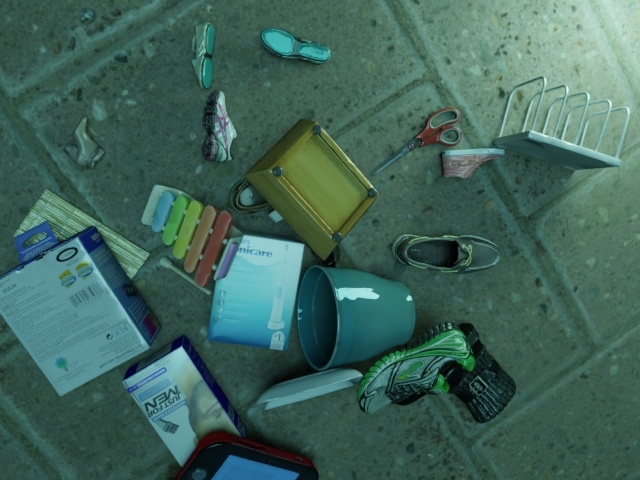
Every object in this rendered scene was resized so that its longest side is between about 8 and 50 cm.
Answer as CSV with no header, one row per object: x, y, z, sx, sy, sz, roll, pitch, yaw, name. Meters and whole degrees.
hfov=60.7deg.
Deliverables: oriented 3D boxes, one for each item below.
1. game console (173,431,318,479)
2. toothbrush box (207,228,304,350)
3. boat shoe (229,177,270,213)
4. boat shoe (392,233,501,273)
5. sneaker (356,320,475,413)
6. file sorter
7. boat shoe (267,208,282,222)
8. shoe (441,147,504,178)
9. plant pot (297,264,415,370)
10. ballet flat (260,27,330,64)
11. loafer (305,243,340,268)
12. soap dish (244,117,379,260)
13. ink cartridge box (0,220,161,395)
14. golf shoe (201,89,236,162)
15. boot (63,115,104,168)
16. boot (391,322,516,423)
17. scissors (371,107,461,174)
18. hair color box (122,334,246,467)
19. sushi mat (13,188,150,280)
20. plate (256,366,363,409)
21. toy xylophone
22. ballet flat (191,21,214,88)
-0.229,0.706,1.516,0.386,0.060,0.342,29,100,-27,game console
-0.175,0.127,1.473,0.216,0.126,0.295,8,97,-9,toothbrush box
-0.093,-0.166,1.449,0.324,0.116,0.123,-35,102,-2,boat shoe
0.372,0.039,1.558,0.324,0.097,0.116,6,97,-9,boat shoe
0.249,0.358,1.450,0.343,0.146,0.134,-35,141,5,sneaker
0.667,-0.316,1.508,0.278,0.193,0.173,15,92,-10,file sorter
-0.004,-0.097,1.482,0.277,0.098,0.096,-23,100,-6,boat shoe
0.432,-0.219,1.552,0.178,0.063,0.081,-3,100,-3,shoe
0.102,0.202,1.471,0.255,0.272,0.271,1,98,-24,plant pot
-0.067,-0.503,1.433,0.188,0.070,0.070,19,95,-7,ballet flat
0.000,0.000,1.461,0.080,0.078,0.220,-27,130,13,loafer
-0.008,-0.132,1.350,0.291,0.118,0.229,47,66,-14,soap dish
-0.631,0.148,1.382,0.270,0.151,0.395,-28,105,0,ink cartridge box
-0.264,-0.299,1.439,0.086,0.067,0.186,-1,97,-38,golf shoe
-0.597,-0.247,1.404,0.087,0.042,0.118,30,94,-18,boot
0.385,0.438,1.600,0.348,0.131,0.260,-34,101,-3,boot
0.264,-0.282,1.539,0.297,0.021,0.109,-21,103,-4,scissors
-0.366,0.456,1.503,0.185,0.110,0.339,-31,103,-4,hair color box
-0.628,0.010,1.444,0.316,0.019,0.151,34,93,-12,sushi mat
-0.033,0.398,1.481,0.277,0.278,0.045,-13,71,-6,plate
-0.327,0.003,1.387,0.323,0.081,0.236,24,102,30,toy xylophone
-0.307,-0.476,1.414,0.052,0.057,0.168,8,94,18,ballet flat
